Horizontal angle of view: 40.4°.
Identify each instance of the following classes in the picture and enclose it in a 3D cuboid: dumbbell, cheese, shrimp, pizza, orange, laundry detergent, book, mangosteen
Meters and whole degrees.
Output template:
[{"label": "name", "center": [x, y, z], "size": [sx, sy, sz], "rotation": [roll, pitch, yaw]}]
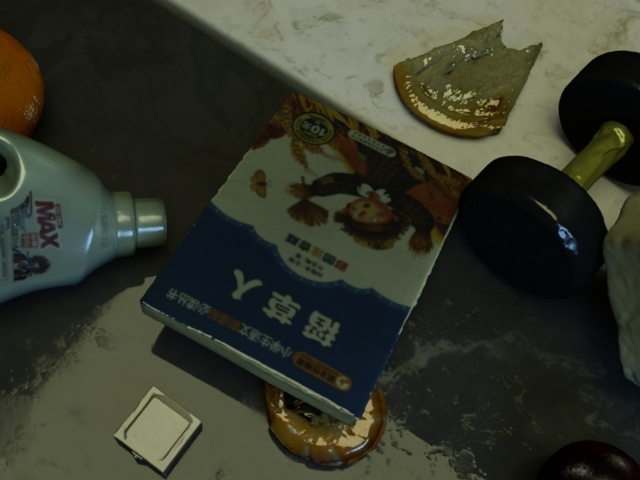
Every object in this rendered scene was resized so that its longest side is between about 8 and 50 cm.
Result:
[{"label": "dumbbell", "center": [0.360, -0.094, 1.196], "size": [0.204, 0.203, 0.322], "rotation": [42, 68, 10]}, {"label": "cheese", "center": [0.489, 0.060, 1.115], "size": [0.327, 0.115, 0.317], "rotation": [23, 86, -30]}, {"label": "shrimp", "center": [-0.008, 0.169, 1.116], "size": [0.150, 0.068, 0.248], "rotation": [-19, 70, -6]}, {"label": "pizza", "center": [0.246, -0.253, 1.338], "size": [0.262, 0.034, 0.181], "rotation": [-35, 75, -19]}, {"label": "orange", "center": [-0.480, -0.200, 1.147], "size": [0.224, 0.170, 0.223], "rotation": [2, 69, -6]}, {"label": "laundry detergent", "center": [-0.394, -0.031, 1.079], "size": [0.398, 0.125, 0.263], "rotation": [-3, 104, -17]}, {"label": "book", "center": [0.000, 0.000, 1.154], "size": [0.300, 0.039, 0.428], "rotation": [27, 55, 4]}, {"label": "mangosteen", "center": [0.336, 0.321, 1.066], "size": [0.153, 0.152, 0.152], "rotation": [3, 67, -6]}]

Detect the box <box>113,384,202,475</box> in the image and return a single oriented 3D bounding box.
[{"label": "box", "center": [-0.201, 0.237, 1.076], "size": [0.079, 0.035, 0.083], "rotation": [36, 69, 8]}]
